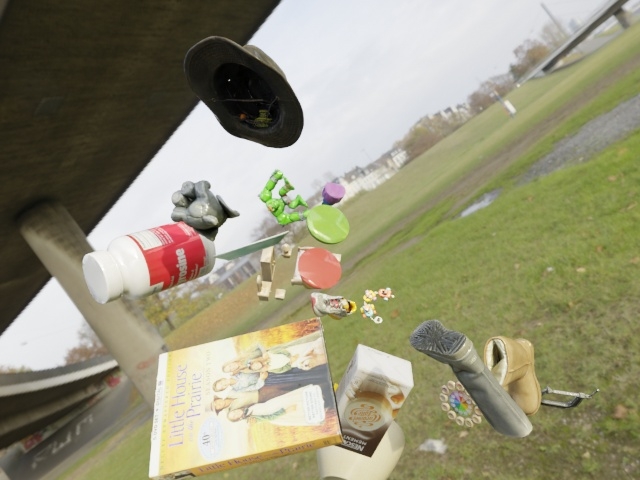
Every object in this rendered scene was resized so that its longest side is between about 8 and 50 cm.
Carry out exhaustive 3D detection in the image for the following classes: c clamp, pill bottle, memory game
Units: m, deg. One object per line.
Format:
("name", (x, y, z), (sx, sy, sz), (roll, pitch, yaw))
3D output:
("c clamp", (0.747, 0.479, 1.485), (0.137, 0.161, 0.022), (88, -171, -45))
("pill bottle", (-0.595, 0.074, 1.699), (0.408, 0.229, 0.229), (-21, -12, -45))
("memory game", (0.530, 0.619, 1.822), (0.012, 0.186, 0.186), (-15, -16, -42))

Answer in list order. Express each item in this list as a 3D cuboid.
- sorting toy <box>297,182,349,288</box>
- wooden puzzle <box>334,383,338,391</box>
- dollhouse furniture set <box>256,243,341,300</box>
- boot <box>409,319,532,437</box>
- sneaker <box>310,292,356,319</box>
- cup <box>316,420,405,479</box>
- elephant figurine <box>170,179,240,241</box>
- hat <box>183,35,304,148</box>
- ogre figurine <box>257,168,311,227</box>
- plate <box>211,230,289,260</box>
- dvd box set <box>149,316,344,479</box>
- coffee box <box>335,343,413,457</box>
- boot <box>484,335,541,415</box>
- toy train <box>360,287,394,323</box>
("sorting toy", (0.000, 0.000, 1.391), (0.126, 0.127, 0.365), (122, 162, -54))
("wooden puzzle", (0.005, 0.504, 1.622), (0.014, 0.116, 0.078), (-9, 60, 56))
("dollhouse furniture set", (-0.093, 0.132, 2.227), (0.173, 0.356, 0.303), (92, -174, -52))
("boot", (0.274, 0.252, 0.893), (0.076, 0.208, 0.190), (-45, 14, -6))
("sneaker", (0.046, 0.226, 1.731), (0.093, 0.088, 0.225), (-24, -26, 31))
("cup", (0.118, 0.780, 1.730), (0.331, 0.331, 0.237), (-38, 16, 42))
("elephant figurine", (-0.341, -0.086, 1.522), (0.170, 0.185, 0.239), (-11, -21, 18))
("hat", (-0.164, -0.389, 1.206), (0.133, 0.331, 0.331), (-64, 11, -27))
("ogre figurine", (-0.124, -0.129, 1.611), (0.118, 0.197, 0.097), (-38, 17, 4))
("plate", (-0.158, 0.017, 1.118), (0.188, 0.024, 0.188), (-19, 3, 1))
("dvd box set", (-0.178, 0.361, 1.129), (0.421, 0.307, 0.062), (-13, -44, 2))
("coffee box", (0.110, 0.395, 1.179), (0.098, 0.141, 0.246), (-77, 8, -66))
("boot", (0.533, 0.386, 1.349), (0.089, 0.236, 0.270), (-12, -15, 34))
("toy train", (0.240, 0.265, 2.068), (0.046, 0.125, 0.166), (76, -147, -58))
